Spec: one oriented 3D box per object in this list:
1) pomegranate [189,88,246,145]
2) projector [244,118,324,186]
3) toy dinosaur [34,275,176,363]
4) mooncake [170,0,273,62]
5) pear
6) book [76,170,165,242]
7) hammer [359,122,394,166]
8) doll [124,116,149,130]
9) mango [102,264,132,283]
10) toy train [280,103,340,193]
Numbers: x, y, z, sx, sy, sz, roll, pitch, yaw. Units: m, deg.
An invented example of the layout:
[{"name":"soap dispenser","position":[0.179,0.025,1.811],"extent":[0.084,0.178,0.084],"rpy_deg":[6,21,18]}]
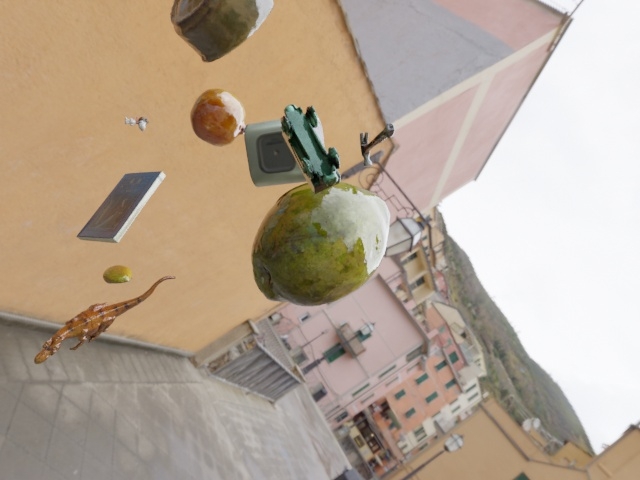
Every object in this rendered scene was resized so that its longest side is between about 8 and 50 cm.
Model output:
[{"name":"pomegranate","position":[-0.470,-0.571,1.928],"extent":[0.264,0.264,0.264],"rpy_deg":[57,-9,14]},{"name":"projector","position":[-0.130,-0.352,1.636],"extent":[0.248,0.249,0.248],"rpy_deg":[-38,123,-69]},{"name":"toy dinosaur","position":[-0.675,0.229,1.289],"extent":[0.097,0.432,0.208],"rpy_deg":[55,-35,-6]},{"name":"mooncake","position":[-0.378,-0.894,1.573],"extent":[0.246,0.394,0.393],"rpy_deg":[39,30,-42]},{"name":"pear","position":[0.000,0.000,1.140],"extent":[0.352,0.413,0.352],"rpy_deg":[43,-24,25]},{"name":"book","position":[-0.617,-0.109,1.279],"extent":[0.190,0.269,0.025],"rpy_deg":[4,-34,30]},{"name":"hammer","position":[0.176,-0.314,1.307],"extent":[0.287,0.033,0.111],"rpy_deg":[-179,-103,-80]},{"name":"doll","position":[-0.726,-0.468,1.626],"extent":[0.085,0.058,0.040],"rpy_deg":[19,-25,-28]},{"name":"mango","position":[-0.770,0.133,1.567],"extent":[0.187,0.101,0.066],"rpy_deg":[12,-75,54]},{"name":"toy train","position":[-0.018,-0.161,0.734],"extent":[0.099,0.070,0.172],"rpy_deg":[90,-25,-70]}]
